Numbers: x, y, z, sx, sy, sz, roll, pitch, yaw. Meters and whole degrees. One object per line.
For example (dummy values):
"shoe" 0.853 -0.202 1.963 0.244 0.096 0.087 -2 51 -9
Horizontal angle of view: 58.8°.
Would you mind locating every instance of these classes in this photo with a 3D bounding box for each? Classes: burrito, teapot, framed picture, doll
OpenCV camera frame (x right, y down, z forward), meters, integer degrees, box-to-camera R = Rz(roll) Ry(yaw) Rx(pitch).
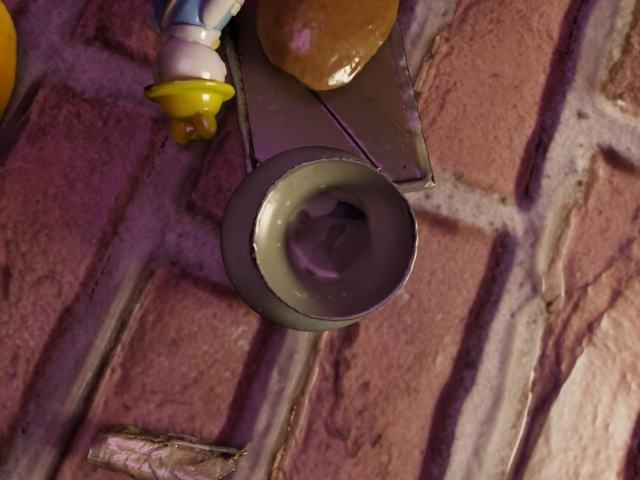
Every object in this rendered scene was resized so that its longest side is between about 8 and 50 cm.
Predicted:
"burrito" -0.148 0.210 0.543 0.149 0.041 0.055 12 65 -1
"teapot" 0.000 0.000 0.479 0.184 0.251 0.183 0 91 -4
"framed picture" 0.003 -0.175 0.639 0.209 0.019 0.281 -8 80 -5
"doll" -0.135 -0.222 0.595 0.135 0.099 0.240 0 87 9

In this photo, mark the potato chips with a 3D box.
"potato chips" 0.011 -0.266 0.623 0.150 0.049 0.201 34 71 0

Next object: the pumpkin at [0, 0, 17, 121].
"pumpkin" -0.410 -0.124 0.504 0.139 0.222 0.317 21 79 0
